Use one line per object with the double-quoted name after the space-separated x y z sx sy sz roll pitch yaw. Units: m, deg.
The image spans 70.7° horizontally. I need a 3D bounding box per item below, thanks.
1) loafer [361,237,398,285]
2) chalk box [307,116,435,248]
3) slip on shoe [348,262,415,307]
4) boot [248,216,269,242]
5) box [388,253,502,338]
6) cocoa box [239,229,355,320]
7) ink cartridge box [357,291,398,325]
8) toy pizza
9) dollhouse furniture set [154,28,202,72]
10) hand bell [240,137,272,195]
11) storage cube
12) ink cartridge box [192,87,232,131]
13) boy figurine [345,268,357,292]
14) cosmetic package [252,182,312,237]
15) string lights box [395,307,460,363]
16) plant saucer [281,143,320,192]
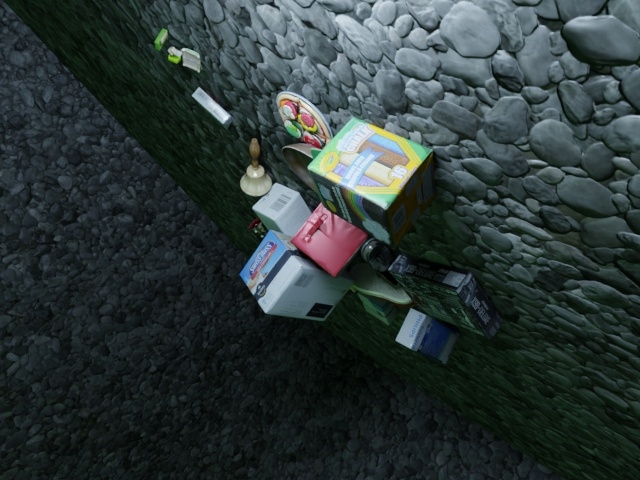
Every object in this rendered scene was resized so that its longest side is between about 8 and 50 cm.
0.218 0.077 1.542 0.084 0.096 0.267 48 179 33 "loafer"
0.101 -0.150 1.070 0.288 0.179 0.180 33 163 29 "chalk box"
0.239 0.181 1.761 0.331 0.123 0.101 19 158 42 "slip on shoe"
-0.210 0.003 2.301 0.284 0.138 0.377 46 169 -18 "boot"
0.392 0.174 1.443 0.242 0.077 0.307 49 163 -27 "box"
-0.086 0.143 1.744 0.347 0.232 0.228 19 -157 -50 "cocoa box"
0.262 0.284 2.037 0.139 0.082 0.191 30 159 35 "ink cartridge box"
-0.049 -0.317 1.233 0.201 0.032 0.201 37 164 12 "toy pizza"
-0.430 -0.592 1.402 0.151 0.059 0.076 22 157 -4 "dollhouse furniture set"
-0.243 -0.287 1.684 0.126 0.126 0.242 37 152 15 "hand bell"
0.035 0.002 1.553 0.193 0.184 0.215 39 178 6 "storage cube"
-0.378 -0.466 1.624 0.145 0.045 0.179 42 -177 -6 "ink cartridge box"
0.099 0.179 2.120 0.177 0.092 0.285 39 168 17 "boy figurine"
-0.141 -0.102 1.808 0.151 0.151 0.184 28 158 41 "cosmetic package"
0.404 0.359 1.677 0.259 0.134 0.076 31 174 -39 "string lights box"
0.020 -0.186 1.335 0.310 0.050 0.310 36 172 6 "plant saucer"
